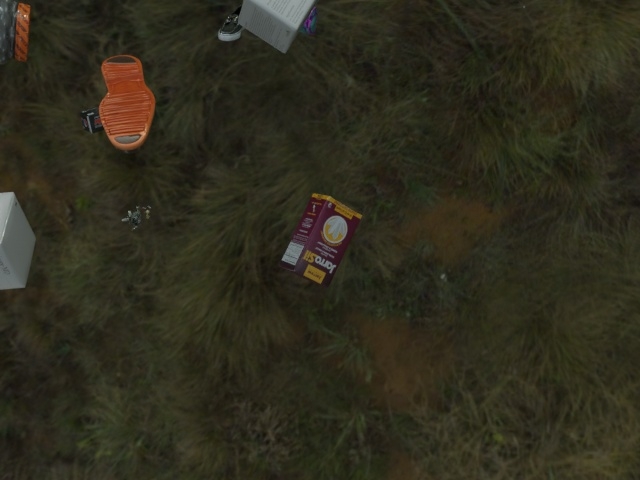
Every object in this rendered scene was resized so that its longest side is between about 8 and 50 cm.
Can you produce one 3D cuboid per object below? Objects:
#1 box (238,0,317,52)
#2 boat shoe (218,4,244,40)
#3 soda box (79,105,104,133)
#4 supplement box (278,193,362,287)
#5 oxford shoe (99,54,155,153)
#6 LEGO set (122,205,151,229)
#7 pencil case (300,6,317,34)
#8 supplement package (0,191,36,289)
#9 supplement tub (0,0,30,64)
[{"bbox_3d":[-0.055,-0.349,0.980,0.087,0.102,0.101,31,79,-10],"label":"box"},{"bbox_3d":[-0.193,-0.486,1.505,0.049,0.142,0.040,10,129,11],"label":"boat shoe"},{"bbox_3d":[-0.624,-0.374,2.011,0.053,0.169,0.060,25,131,39],"label":"soda box"},{"bbox_3d":[0.000,0.000,1.539,0.104,0.081,0.188,28,83,-30],"label":"supplement box"},{"bbox_3d":[-0.467,-0.312,1.661,0.130,0.363,0.132,-6,135,-10],"label":"oxford shoe"},{"bbox_3d":[-0.380,-0.049,1.418,0.024,0.083,0.054,23,131,19],"label":"LEGO set"},{"bbox_3d":[-0.082,-0.510,1.519,0.152,0.070,0.064,17,113,10],"label":"pencil case"},{"bbox_3d":[-0.526,0.007,0.980,0.180,0.105,0.105,-5,138,-3],"label":"supplement package"},{"bbox_3d":[-0.564,-0.344,1.067,0.191,0.117,0.116,4,115,-24],"label":"supplement tub"}]
